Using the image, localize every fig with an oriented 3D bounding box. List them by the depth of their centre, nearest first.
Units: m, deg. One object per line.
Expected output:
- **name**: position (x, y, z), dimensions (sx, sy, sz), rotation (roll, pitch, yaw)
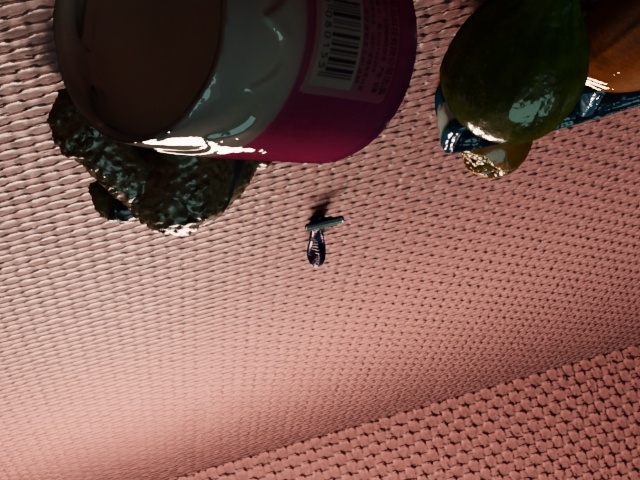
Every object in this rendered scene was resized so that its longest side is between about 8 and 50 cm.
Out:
- **fig**: position (0.174, -0.161, 1.558), dimensions (0.123, 0.123, 0.156), rotation (-10, 151, -25)

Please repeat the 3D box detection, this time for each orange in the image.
- **orange**: position (0.179, -0.096, 1.876), dimensions (0.086, 0.062, 0.086), rotation (-19, 165, -5)

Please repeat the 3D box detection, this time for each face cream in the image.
- **face cream**: position (-0.057, -0.142, 1.257), dimensions (0.175, 0.175, 0.195), rotation (-29, 160, 36)

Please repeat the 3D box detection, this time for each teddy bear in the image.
- **teddy bear**: position (-0.122, -0.066, 1.531), dimensions (0.182, 0.129, 0.251), rotation (-21, 164, 18)

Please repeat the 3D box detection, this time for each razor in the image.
- **razor**: position (-0.001, -0.004, 2.054), dimensions (0.044, 0.028, 0.154), rotation (-14, 163, -7)

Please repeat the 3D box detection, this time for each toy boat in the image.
- **toy boat**: position (0.253, -0.154, 1.760), dimensions (0.299, 0.062, 0.096), rotation (-15, 164, -7)

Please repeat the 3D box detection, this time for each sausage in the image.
- **sausage**: position (0.319, -0.209, 1.573), dimensions (0.105, 0.105, 0.274), rotation (-7, 161, -32)
